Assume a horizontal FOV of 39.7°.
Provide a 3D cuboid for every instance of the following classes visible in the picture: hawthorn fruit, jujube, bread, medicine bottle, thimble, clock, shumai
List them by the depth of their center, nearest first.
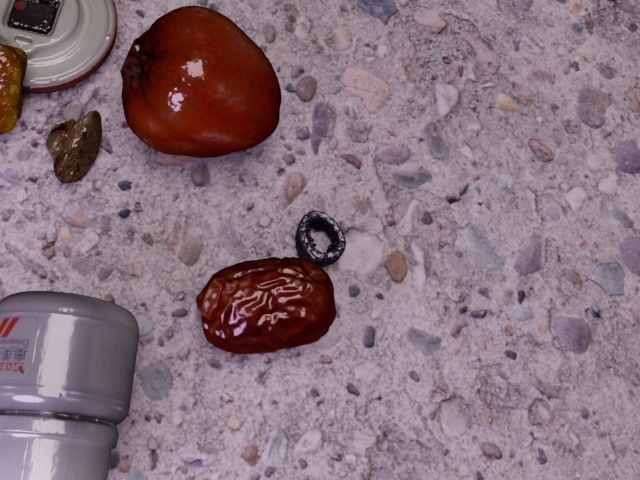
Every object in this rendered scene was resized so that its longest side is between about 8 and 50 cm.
[{"bbox_3d":[-0.433,0.256,1.446,0.245,0.245,0.307,6,71,-9],"label":"medicine bottle"},{"bbox_3d":[-0.097,0.117,1.611,0.250,0.174,0.174,-11,73,-4],"label":"jujube"},{"bbox_3d":[-0.736,-0.312,1.618,0.380,0.185,0.109,10,29,-7],"label":"bread"},{"bbox_3d":[-0.223,-0.285,1.659,0.311,0.295,0.295,19,68,-1],"label":"hawthorn fruit"},{"bbox_3d":[-0.470,-0.176,1.662,0.105,0.123,0.139,2,84,1],"label":"shumai"},{"bbox_3d":[0.001,-0.002,1.720,0.095,0.066,0.104,1,70,-8],"label":"thimble"},{"bbox_3d":[-0.563,-0.438,1.751,0.318,0.080,0.319,4,70,-11],"label":"clock"}]
